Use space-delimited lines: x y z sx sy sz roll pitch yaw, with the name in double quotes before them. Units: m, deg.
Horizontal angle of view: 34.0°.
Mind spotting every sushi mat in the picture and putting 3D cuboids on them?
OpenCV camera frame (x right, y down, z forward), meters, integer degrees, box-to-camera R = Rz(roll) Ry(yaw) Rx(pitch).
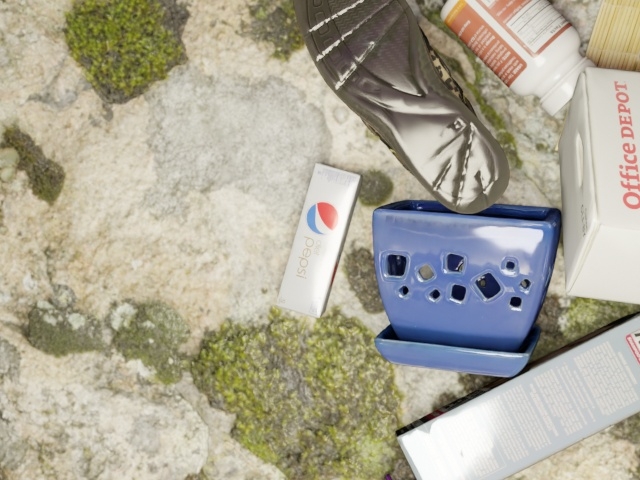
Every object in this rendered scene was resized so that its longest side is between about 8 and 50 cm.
"sushi mat" 0.453 -0.258 1.488 0.151 0.019 0.316 18 93 7

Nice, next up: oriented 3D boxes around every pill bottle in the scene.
"pill bottle" 0.280 -0.281 1.455 0.121 0.121 0.216 -44 86 6

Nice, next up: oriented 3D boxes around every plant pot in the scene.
"plant pot" 0.196 0.060 1.413 0.236 0.236 0.212 5 97 15

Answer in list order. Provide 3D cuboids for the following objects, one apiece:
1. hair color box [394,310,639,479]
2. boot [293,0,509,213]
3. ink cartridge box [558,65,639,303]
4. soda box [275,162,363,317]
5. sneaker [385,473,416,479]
"hair color box" 0.291 0.227 1.411 0.374 0.185 0.114 -26 82 -1
"boot" 0.109 -0.201 1.396 0.138 0.284 0.377 -40 88 7
"ink cartridge box" 0.510 -0.058 1.335 0.384 0.160 0.279 7 52 0
"soda box" 0.000 0.000 1.521 0.069 0.074 0.216 17 93 6
"sneaker" 0.096 0.404 1.527 0.223 0.083 0.098 -35 77 -5
